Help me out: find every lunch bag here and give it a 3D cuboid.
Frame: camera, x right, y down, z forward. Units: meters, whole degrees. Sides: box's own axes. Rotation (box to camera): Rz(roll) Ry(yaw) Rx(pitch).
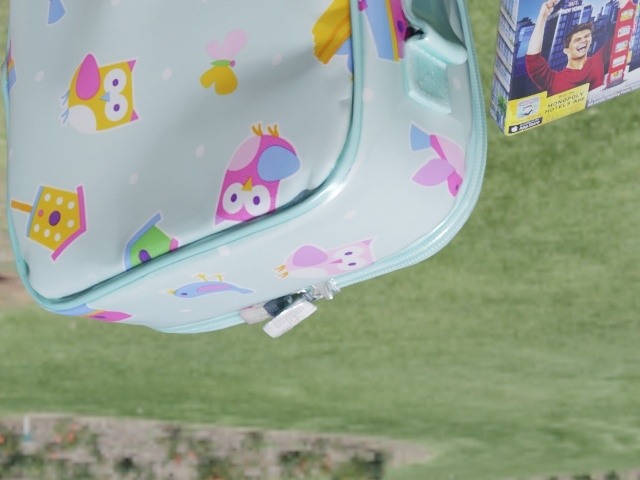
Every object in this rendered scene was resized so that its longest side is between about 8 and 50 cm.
[{"bbox_3d":[-0.036,-0.097,0.577,0.224,0.279,0.108,-19,155,31],"label":"lunch bag"}]

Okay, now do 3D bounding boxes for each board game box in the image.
[{"bbox_3d":[0.185,-0.176,0.735,0.194,0.060,0.194,-20,141,-15],"label":"board game box"}]
